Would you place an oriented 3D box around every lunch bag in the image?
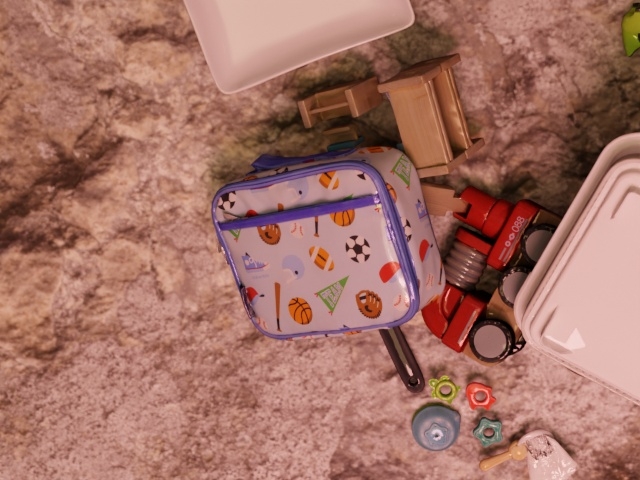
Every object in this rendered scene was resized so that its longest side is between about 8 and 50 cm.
[{"bbox_3d":[0.000,0.000,1.779,0.303,0.115,0.243,-9,106,37],"label":"lunch bag"}]

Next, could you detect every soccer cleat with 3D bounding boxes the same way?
[{"bbox_3d":[0.473,-0.265,1.749,0.179,0.060,0.072,1,114,12],"label":"soccer cleat"}]

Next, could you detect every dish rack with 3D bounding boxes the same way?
[{"bbox_3d":[0.398,0.063,1.614,0.286,0.072,0.333,29,125,6],"label":"dish rack"}]

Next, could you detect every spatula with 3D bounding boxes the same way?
[{"bbox_3d":[0.071,0.078,1.885,0.084,0.030,0.296,-26,100,13],"label":"spatula"}]

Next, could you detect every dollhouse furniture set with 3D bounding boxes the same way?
[{"bbox_3d":[0.094,-0.153,1.792,0.184,0.129,0.129,-9,105,33],"label":"dollhouse furniture set"}]

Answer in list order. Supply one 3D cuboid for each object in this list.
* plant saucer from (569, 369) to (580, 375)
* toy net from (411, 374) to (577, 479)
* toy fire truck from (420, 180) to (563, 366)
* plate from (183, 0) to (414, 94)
[{"bbox_3d":[0.399,0.104,1.829,0.199,0.036,0.198,-4,112,-10],"label":"plant saucer"},{"bbox_3d":[0.247,0.263,1.911,0.232,0.045,0.122,18,101,-1],"label":"toy net"},{"bbox_3d":[0.183,0.022,1.815,0.246,0.158,0.217,30,101,17],"label":"toy fire truck"},{"bbox_3d":[-0.051,-0.362,1.777,0.278,0.045,0.277,-20,102,10],"label":"plate"}]
